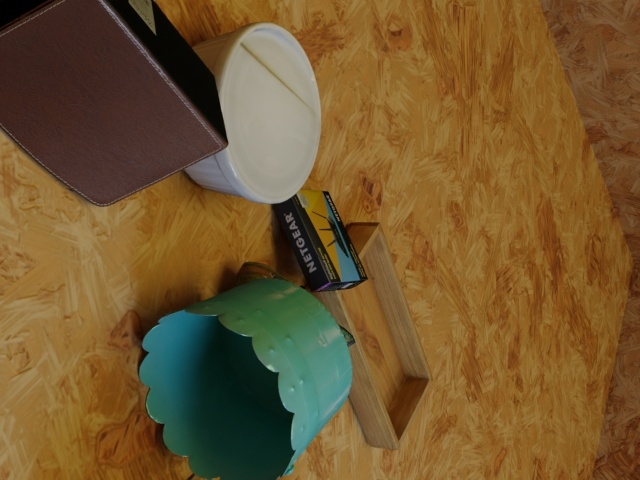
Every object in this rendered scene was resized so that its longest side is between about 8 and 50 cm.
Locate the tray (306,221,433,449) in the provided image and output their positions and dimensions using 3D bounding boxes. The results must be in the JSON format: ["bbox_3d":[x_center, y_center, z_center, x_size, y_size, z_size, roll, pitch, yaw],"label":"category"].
[{"bbox_3d":[0.103,0.189,1.966,0.203,0.076,0.411,-55,136,-43],"label":"tray"}]

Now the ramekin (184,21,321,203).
[{"bbox_3d":[-0.120,-0.191,1.538,0.273,0.127,0.273,-4,94,-58],"label":"ramekin"}]

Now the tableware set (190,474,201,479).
[{"bbox_3d":[-0.196,0.424,1.500,0.104,0.024,0.154,59,25,-7],"label":"tableware set"}]

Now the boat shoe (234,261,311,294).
[{"bbox_3d":[-0.044,0.121,1.688,0.307,0.110,0.104,44,38,-59],"label":"boat shoe"}]

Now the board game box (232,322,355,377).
[{"bbox_3d":[-0.049,0.186,1.631,0.126,0.186,0.026,37,23,-52],"label":"board game box"}]

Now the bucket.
[{"bbox_3d":[-0.102,0.196,1.448,0.183,0.281,0.281,-30,116,-51],"label":"bucket"}]

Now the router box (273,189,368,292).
[{"bbox_3d":[0.000,0.000,1.745,0.133,0.046,0.179,-3,64,-58],"label":"router box"}]

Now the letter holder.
[{"bbox_3d":[-0.290,-0.208,1.268,0.302,0.214,0.152,50,18,-46],"label":"letter holder"}]
